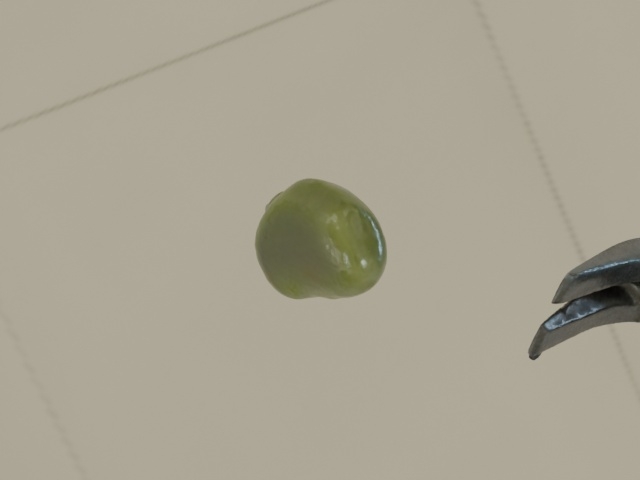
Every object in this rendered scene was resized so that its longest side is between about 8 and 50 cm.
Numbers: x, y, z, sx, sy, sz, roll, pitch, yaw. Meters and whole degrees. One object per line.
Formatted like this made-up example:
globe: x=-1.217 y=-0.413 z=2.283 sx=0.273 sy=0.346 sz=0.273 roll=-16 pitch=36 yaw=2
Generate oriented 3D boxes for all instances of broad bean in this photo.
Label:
broad bean: x=0.000 y=0.000 z=1.758 sx=0.174 sy=0.082 sz=0.124 roll=-22 pitch=94 yaw=54

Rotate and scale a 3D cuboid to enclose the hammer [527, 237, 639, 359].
hammer: x=0.141 y=0.091 z=0.540 sx=0.137 sy=0.290 sz=0.037 roll=15 pitch=122 yaw=-10
